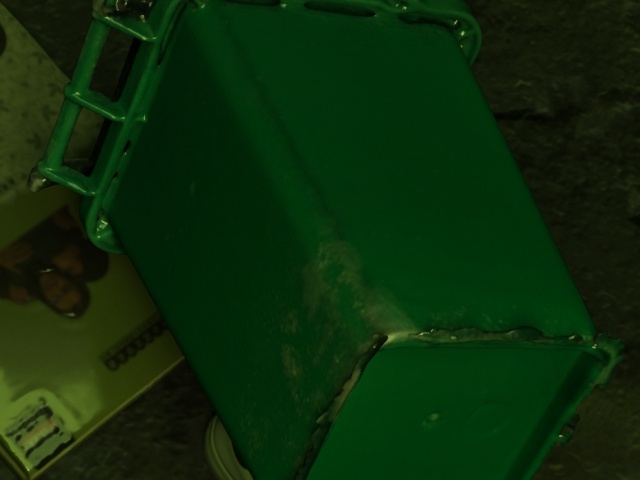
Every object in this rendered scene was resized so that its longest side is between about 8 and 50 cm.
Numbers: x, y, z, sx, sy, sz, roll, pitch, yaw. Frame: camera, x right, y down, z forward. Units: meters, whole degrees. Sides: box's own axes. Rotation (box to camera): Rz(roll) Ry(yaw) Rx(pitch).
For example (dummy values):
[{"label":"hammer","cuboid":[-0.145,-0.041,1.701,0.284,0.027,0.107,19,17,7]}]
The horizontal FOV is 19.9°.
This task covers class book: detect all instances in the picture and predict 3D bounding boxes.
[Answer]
[{"label":"book","cuboid":[-0.245,-0.019,1.378,0.239,0.035,0.352,-39,81,-26]}]

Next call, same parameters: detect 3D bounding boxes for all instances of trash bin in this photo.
[{"label":"trash bin","cuboid":[0.000,0.000,1.228,0.295,0.259,0.381,4,39,-29]}]

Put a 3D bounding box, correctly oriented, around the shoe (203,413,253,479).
[{"label":"shoe","cuboid":[0.022,0.207,1.313,0.265,0.110,0.095,42,64,8]}]
